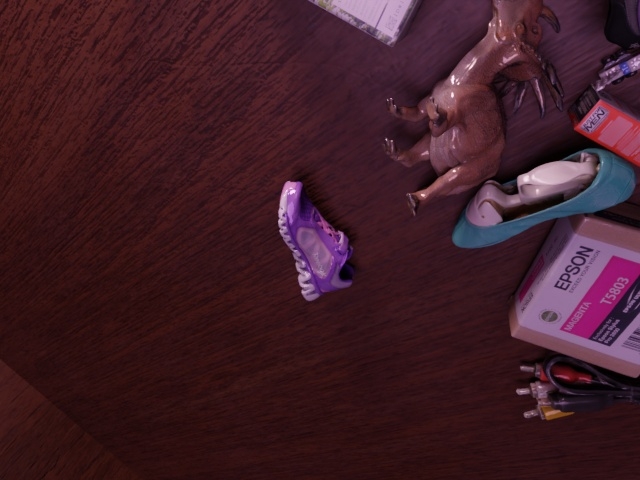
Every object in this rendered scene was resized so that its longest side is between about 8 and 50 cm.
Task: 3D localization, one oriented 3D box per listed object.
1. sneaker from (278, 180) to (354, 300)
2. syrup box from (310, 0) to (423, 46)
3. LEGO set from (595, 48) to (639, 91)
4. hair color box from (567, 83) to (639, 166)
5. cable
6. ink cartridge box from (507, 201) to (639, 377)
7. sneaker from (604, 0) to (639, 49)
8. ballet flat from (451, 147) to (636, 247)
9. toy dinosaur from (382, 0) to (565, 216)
[{"bbox_3d":[0.000,0.000,0.749,0.104,0.095,0.236,-6,125,18],"label":"sneaker"},{"bbox_3d":[0.013,-0.332,0.508,0.236,0.096,0.093,30,127,1],"label":"syrup box"},{"bbox_3d":[0.412,-0.231,0.443,0.182,0.060,0.244,16,127,16],"label":"LEGO set"},{"bbox_3d":[0.373,-0.126,0.519,0.141,0.072,0.043,31,129,1],"label":"hair color box"},{"bbox_3d":[0.496,0.249,0.753,0.287,0.072,0.140,-7,103,12],"label":"cable"},{"bbox_3d":[0.411,0.067,0.625,0.193,0.088,0.235,17,128,9],"label":"ink cartridge box"},{"bbox_3d":[0.263,-0.316,0.403,0.124,0.107,0.283,-27,97,44],"label":"sneaker"},{"bbox_3d":[0.266,-0.058,0.578,0.087,0.083,0.247,32,145,-30],"label":"ballet flat"},{"bbox_3d":[0.197,-0.142,0.558,0.200,0.127,0.296,-15,140,-9],"label":"toy dinosaur"}]
